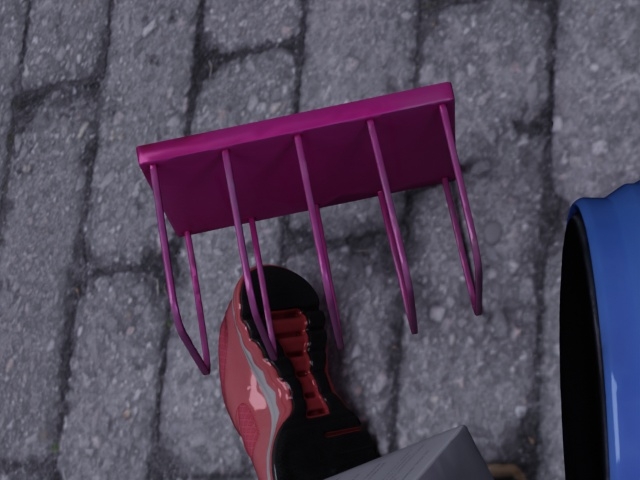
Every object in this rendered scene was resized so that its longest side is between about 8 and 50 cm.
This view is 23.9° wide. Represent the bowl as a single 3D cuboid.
[{"bbox_3d":[0.233,0.148,1.147,0.077,0.391,0.391,-2,72,4],"label":"bowl"}]

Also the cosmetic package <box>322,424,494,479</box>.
[{"bbox_3d":[-0.001,0.341,1.362,0.385,0.156,0.217,-29,92,27],"label":"cosmetic package"}]

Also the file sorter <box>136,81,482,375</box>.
[{"bbox_3d":[0.000,0.000,1.423,0.291,0.202,0.182,-12,70,1],"label":"file sorter"}]

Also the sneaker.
[{"bbox_3d":[-0.034,0.188,1.551,0.136,0.116,0.313,-45,53,55],"label":"sneaker"}]
